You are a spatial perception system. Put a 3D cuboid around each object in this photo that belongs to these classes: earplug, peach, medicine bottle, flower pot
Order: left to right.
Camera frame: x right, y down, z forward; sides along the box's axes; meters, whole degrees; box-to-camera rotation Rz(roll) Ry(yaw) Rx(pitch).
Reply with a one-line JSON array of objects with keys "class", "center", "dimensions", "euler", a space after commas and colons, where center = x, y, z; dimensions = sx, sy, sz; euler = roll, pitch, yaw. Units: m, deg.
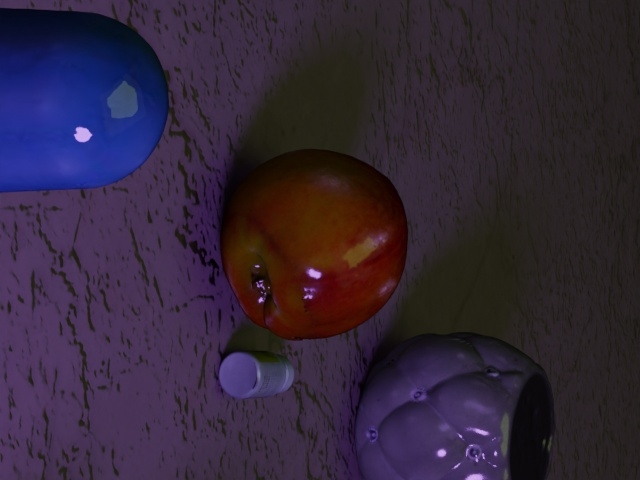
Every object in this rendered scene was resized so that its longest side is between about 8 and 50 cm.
[{"class": "earplug", "center": [-0.219, -0.087, 1.012], "dimensions": [0.132, 0.273, 0.132], "euler": [-9, 100, -64]}, {"class": "medicine bottle", "center": [-0.062, 0.132, 1.613], "dimensions": [0.083, 0.047, 0.047], "euler": [6, 87, -64]}, {"class": "peach", "center": [0.000, 0.000, 1.575], "dimensions": [0.197, 0.197, 0.197], "euler": [-12, 104, -63]}, {"class": "flower pot", "center": [0.155, 0.223, 1.901], "dimensions": [0.246, 0.195, 0.246], "euler": [-6, 97, -64]}]
